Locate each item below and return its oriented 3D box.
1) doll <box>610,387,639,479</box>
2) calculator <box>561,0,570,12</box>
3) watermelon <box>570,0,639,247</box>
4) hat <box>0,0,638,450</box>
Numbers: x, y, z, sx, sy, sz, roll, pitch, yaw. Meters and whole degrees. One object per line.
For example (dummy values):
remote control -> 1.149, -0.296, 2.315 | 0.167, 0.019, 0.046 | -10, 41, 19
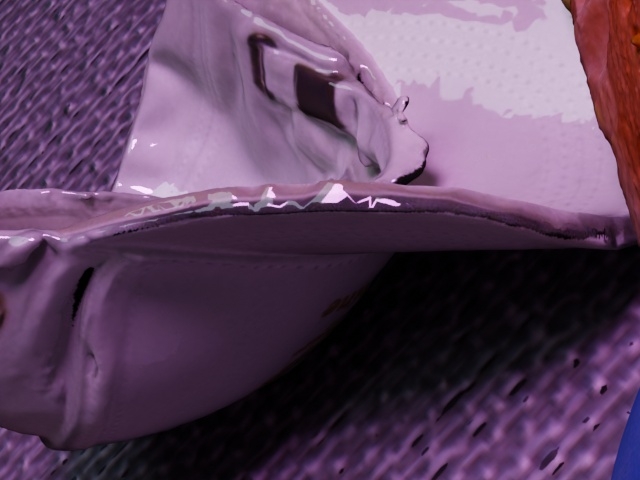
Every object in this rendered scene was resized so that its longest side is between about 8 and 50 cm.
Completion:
doll -> 0.186, 0.047, 0.436 | 0.284, 0.240, 0.310 | -39, 26, 42
calculator -> 0.185, -0.134, 0.737 | 0.236, 0.033, 0.157 | 15, 78, 42
watermelon -> 0.159, -0.116, 0.679 | 0.128, 0.159, 0.303 | -5, 58, -4
hat -> -0.005, -0.006, 0.818 | 0.301, 0.168, 0.258 | 2, 34, 24
